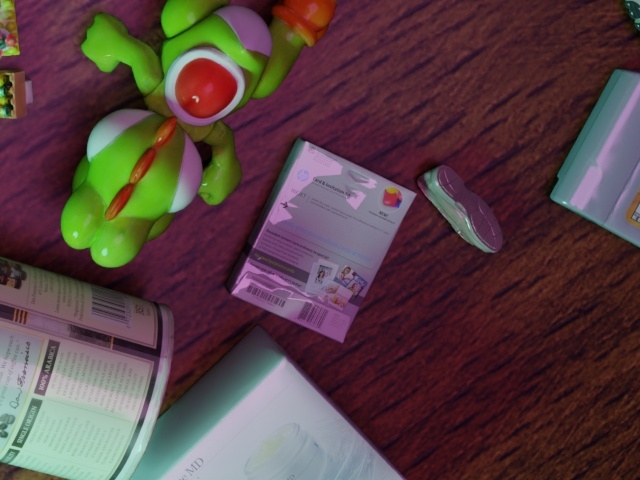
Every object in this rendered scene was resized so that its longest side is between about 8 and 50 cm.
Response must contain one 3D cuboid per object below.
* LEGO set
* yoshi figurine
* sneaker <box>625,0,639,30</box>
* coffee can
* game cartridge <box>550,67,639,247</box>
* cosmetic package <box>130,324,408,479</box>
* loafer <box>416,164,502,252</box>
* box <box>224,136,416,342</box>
[{"bbox_3d":[-0.286,-0.255,1.473,0.132,0.107,0.287,30,96,-16],"label":"LEGO set"},{"bbox_3d":[-0.148,-0.133,1.540,0.362,0.203,0.203,-56,151,-13],"label":"yoshi figurine"},{"bbox_3d":[0.371,-0.342,1.664,0.110,0.107,0.275,-36,115,-26],"label":"sneaker"},{"bbox_3d":[-0.309,0.122,1.506,0.275,0.201,0.201,18,97,-19],"label":"coffee can"},{"bbox_3d":[0.432,-0.069,1.752,0.297,0.062,0.198,26,98,-19],"label":"game cartridge"},{"bbox_3d":[-0.062,0.256,1.641,0.224,0.138,0.225,-44,108,-3],"label":"cosmetic package"},{"bbox_3d":[0.157,-0.034,1.694,0.125,0.039,0.045,49,53,-22],"label":"loafer"},{"bbox_3d":[0.000,0.000,1.652,0.145,0.038,0.186,24,96,-19],"label":"box"}]
